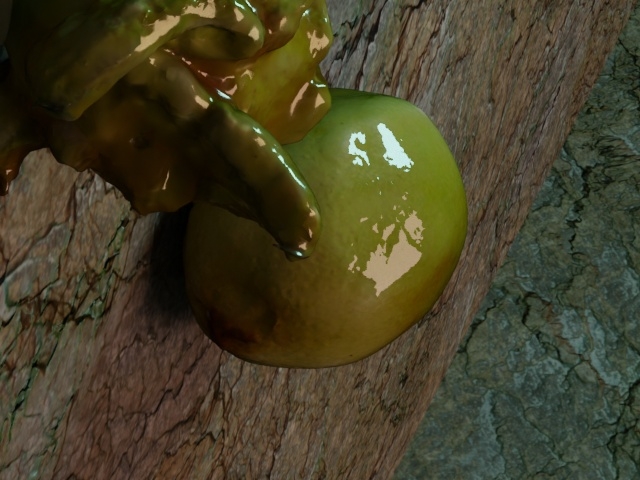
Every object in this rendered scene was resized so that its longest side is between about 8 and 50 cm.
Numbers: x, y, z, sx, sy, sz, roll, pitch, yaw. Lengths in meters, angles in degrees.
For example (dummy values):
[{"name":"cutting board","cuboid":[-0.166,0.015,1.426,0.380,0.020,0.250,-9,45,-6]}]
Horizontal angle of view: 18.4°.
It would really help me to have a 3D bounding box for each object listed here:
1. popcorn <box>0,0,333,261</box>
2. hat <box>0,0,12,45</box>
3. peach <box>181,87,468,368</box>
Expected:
[{"name":"popcorn","cuboid":[-0.125,-0.154,1.559,0.326,0.321,0.290,3,100,-65]},{"name":"hat","cuboid":[-0.263,-0.230,1.505,0.122,0.081,0.166,-109,-150,-44]},{"name":"peach","cuboid":[0.004,-0.007,2.117,0.315,0.281,0.314,-23,134,-55]}]
